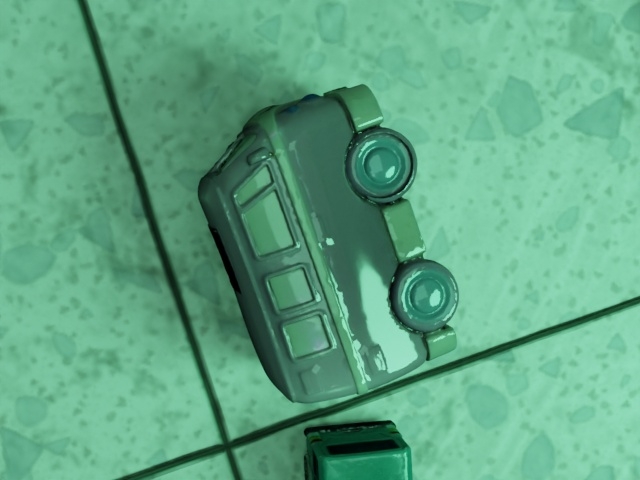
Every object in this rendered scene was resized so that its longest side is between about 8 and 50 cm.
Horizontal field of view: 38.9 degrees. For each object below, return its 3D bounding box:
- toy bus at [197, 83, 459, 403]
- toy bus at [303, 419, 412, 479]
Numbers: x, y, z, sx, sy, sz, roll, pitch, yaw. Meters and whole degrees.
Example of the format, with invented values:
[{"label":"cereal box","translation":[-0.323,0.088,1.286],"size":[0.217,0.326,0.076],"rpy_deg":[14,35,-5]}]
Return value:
[{"label":"toy bus","translation":[0.000,0.000,0.646],"size":[0.142,0.142,0.202],"rpy_deg":[-20,98,-8]},{"label":"toy bus","translation":[0.032,0.228,0.694],"size":[0.079,0.092,0.160],"rpy_deg":[-3,95,-8]}]
